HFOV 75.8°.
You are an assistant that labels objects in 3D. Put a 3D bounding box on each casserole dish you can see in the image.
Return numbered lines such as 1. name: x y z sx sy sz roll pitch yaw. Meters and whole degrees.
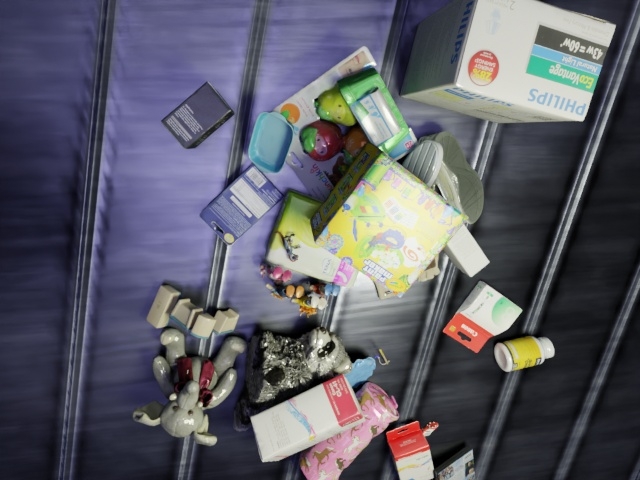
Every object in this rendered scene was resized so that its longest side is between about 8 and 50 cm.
1. casserole dish: -0.133 -0.274 1.142 0.114 0.037 0.189 28 131 2

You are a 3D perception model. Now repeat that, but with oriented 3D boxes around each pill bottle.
1. pill bottle: 0.734 0.403 1.481 0.183 0.103 0.103 -11 106 -6

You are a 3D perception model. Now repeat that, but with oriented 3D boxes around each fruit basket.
1. fruit basket: 0.058 -0.297 1.158 0.352 0.166 0.327 -32 117 10

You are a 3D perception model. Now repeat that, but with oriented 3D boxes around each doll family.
1. doll family: -0.078 0.164 1.263 0.262 0.163 0.119 21 78 -17

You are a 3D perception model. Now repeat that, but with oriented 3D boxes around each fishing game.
1. fishing game: 0.106 0.453 1.398 0.264 0.041 0.189 -35 140 0

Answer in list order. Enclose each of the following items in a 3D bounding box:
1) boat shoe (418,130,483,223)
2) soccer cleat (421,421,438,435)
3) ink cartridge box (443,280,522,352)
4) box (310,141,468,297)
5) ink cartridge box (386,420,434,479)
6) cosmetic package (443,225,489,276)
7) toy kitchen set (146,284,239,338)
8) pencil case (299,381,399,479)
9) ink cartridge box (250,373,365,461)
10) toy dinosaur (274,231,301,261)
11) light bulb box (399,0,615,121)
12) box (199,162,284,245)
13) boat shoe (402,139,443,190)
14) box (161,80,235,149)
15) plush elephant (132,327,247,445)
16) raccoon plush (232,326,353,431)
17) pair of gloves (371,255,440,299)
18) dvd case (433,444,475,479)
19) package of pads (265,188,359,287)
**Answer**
1. boat shoe: 0.411 -0.192 1.289 0.118 0.103 0.321 -44 113 -16
2. soccer cleat: 0.409 0.714 1.548 0.083 0.029 0.036 -35 115 4
3. ink cartridge box: 0.571 0.281 1.451 0.180 0.056 0.225 33 95 -15
4. box: 0.170 -0.056 1.098 0.289 0.177 0.279 33 105 -17
5. ink cartridge box: 0.332 0.789 1.511 0.134 0.078 0.231 -19 115 -4
6. cosmetic package: 0.429 -0.005 1.321 0.085 0.117 0.231 -40 108 4
7. toy kitchen set: -0.392 0.238 1.278 0.207 0.166 0.122 30 99 22
8. pencil case: 0.100 0.673 1.420 0.160 0.167 0.386 42 96 19
9. ink cartridge box: -0.030 0.545 1.256 0.305 0.131 0.226 -22 151 -3
10. toy dinosaur: -0.088 0.020 1.188 0.090 0.047 0.082 24 122 27
11. light bulb box: 0.454 -0.458 1.081 0.357 0.361 0.226 10 103 -12
12. box: -0.236 -0.105 1.227 0.225 0.036 0.136 -42 106 1
13. boat shoe: 0.290 -0.161 1.243 0.094 0.109 0.303 -15 136 -42
14. box: -0.320 -0.328 1.094 0.158 0.156 0.093 -39 106 2
15. plush elephant: -0.395 0.459 1.231 0.271 0.255 0.331 17 101 -13
16. raccoon plush: -0.097 0.445 1.359 0.298 0.216 0.447 8 134 -26
17. pair of gloves: 0.269 0.070 1.344 0.239 0.042 0.204 -25 118 4
18. dvd case: 0.519 0.922 1.580 0.180 0.022 0.253 -23 116 -19
19. package of pads: 0.000 0.000 1.254 0.296 0.101 0.230 20 103 -11
